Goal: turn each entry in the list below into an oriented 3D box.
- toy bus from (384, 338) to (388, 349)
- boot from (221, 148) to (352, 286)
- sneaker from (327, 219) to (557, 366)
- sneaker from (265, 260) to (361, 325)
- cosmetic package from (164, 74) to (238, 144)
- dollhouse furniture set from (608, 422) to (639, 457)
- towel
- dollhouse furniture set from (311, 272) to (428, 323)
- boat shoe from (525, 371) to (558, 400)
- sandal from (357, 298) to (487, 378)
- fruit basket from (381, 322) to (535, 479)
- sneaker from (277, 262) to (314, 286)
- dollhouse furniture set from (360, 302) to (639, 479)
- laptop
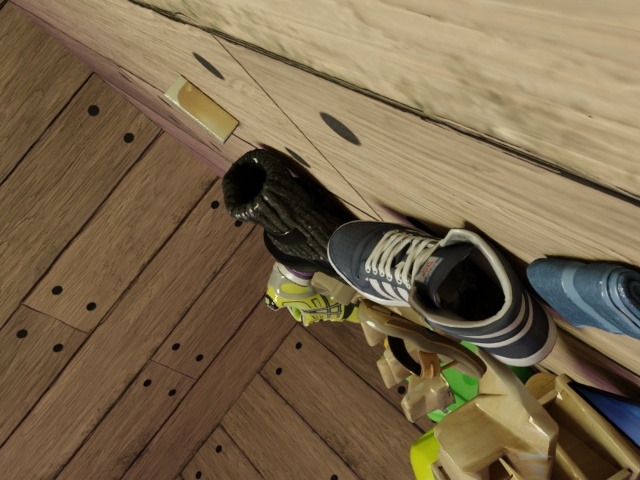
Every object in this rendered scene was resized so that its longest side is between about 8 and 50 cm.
[{"bbox_3d":[0.232,0.215,1.551,0.220,0.149,0.211,37,-169,-36],"label":"toy bus"},{"bbox_3d":[-0.073,-0.048,1.092,0.260,0.131,0.348,32,169,-29],"label":"boot"},{"bbox_3d":[0.096,0.028,0.639,0.282,0.099,0.153,27,176,36],"label":"sneaker"},{"bbox_3d":[-0.009,0.168,1.742,0.385,0.147,0.145,30,179,-38],"label":"sneaker"},{"bbox_3d":[-0.186,-0.204,0.980,0.115,0.041,0.060,38,176,-10],"label":"cosmetic package"},{"bbox_3d":[0.481,0.388,0.970,0.182,0.161,0.101,36,177,37],"label":"dollhouse furniture set"},{"bbox_3d":[0.192,0.041,0.431,0.067,0.029,0.119,39,177,-7],"label":"towel"},{"bbox_3d":[0.117,0.085,1.314,0.259,0.135,0.262,25,-174,-43],"label":"dollhouse furniture set"},{"bbox_3d":[0.353,0.362,1.049,0.098,0.277,0.096,25,174,36],"label":"boat shoe"},{"bbox_3d":[0.093,0.106,0.602,0.180,0.049,0.072,29,175,-41],"label":"sandal"},{"bbox_3d":[0.267,0.369,1.243,0.283,0.392,0.392,35,175,37],"label":"fruit basket"},{"bbox_3d":[0.000,0.000,1.414,0.107,0.124,0.283,31,-158,-1],"label":"sneaker"},{"bbox_3d":[0.277,0.248,0.795,0.362,0.257,0.394,54,171,38],"label":"dollhouse furniture set"},{"bbox_3d":[0.402,0.294,0.664,0.234,0.137,0.264,39,-142,-28],"label":"laptop"}]
